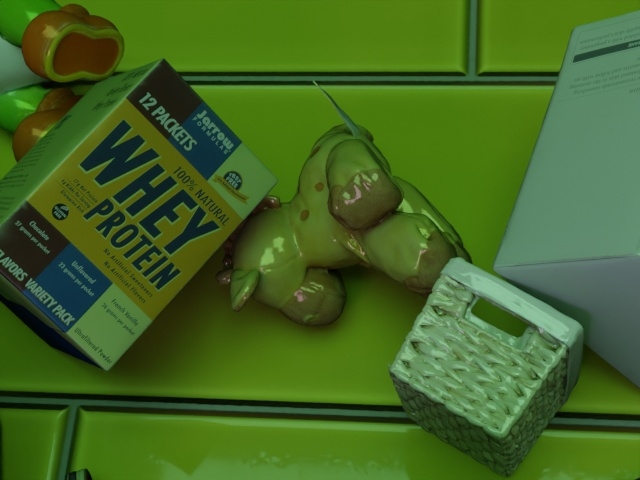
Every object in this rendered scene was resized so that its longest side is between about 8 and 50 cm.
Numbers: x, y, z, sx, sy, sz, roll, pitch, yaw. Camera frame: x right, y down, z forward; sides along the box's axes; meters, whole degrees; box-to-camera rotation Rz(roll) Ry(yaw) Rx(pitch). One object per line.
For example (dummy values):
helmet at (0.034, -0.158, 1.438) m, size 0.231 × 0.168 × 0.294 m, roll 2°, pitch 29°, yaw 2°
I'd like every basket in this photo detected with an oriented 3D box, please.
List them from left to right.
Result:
basket at (0.127, 0.104, 0.918) m, size 0.113 × 0.167 × 0.103 m, roll 29°, pitch 77°, yaw 20°

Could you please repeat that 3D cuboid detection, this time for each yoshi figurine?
yoshi figurine at (-0.370, -0.206, 1.120) m, size 0.362 × 0.203 × 0.204 m, roll 33°, pitch 78°, yaw 24°

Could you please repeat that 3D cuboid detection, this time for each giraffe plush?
giraffe plush at (0.000, 0.000, 0.998) m, size 0.170 × 0.181 × 0.210 m, roll -42°, pitch 75°, yaw 10°

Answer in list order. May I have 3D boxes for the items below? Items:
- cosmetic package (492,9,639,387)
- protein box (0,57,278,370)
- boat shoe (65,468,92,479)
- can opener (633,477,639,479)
cosmetic package at (0.277, -0.023, 0.910) m, size 0.138 × 0.224 × 0.225 m, roll -6°, pitch 55°, yaw 51°
protein box at (-0.178, -0.022, 0.977) m, size 0.136 × 0.200 × 0.201 m, roll 46°, pitch 73°, yaw -19°
boat shoe at (-0.204, 0.255, 0.941) m, size 0.049 × 0.056 × 0.152 m, roll -2°, pitch 63°, yaw 0°
can opener at (0.215, 0.248, 0.898) m, size 0.283 × 0.076 × 0.095 m, roll -23°, pitch 95°, yaw -5°
